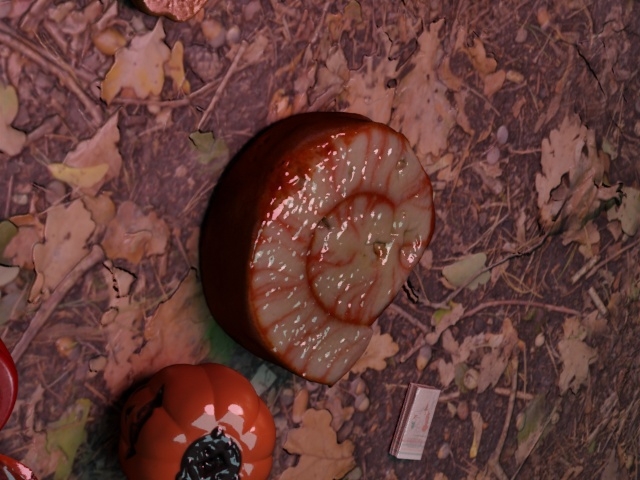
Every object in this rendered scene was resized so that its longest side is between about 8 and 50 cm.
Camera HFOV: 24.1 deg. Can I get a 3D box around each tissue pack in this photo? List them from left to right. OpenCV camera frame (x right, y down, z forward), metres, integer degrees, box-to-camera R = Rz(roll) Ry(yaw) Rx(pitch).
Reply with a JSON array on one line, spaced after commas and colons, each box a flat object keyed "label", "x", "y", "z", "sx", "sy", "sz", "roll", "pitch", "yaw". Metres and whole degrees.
[{"label": "tissue pack", "x": 0.136, "y": 0.260, "z": 2.150, "sx": 0.056, "sy": 0.023, "sz": 0.108, "roll": 15, "pitch": 93, "yaw": -46}]

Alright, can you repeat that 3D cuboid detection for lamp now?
[{"label": "lamp", "x": -0.148, "y": 0.233, "z": 1.770, "sx": 0.187, "sy": 0.164, "sz": 0.188, "roll": -4, "pitch": 104, "yaw": -17}]

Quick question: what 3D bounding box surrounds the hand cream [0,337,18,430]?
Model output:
[{"label": "hand cream", "x": -0.403, "y": 0.132, "z": 1.470, "sx": 0.193, "sy": 0.125, "sz": 0.193, "roll": -21, "pitch": 135, "yaw": -22}]

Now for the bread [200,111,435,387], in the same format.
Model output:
[{"label": "bread", "x": 0.000, "y": -0.004, "z": 1.864, "sx": 0.328, "sy": 0.114, "sz": 0.295, "roll": -54, "pitch": 132, "yaw": -16}]

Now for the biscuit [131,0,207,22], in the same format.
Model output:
[{"label": "biscuit", "x": -0.212, "y": -0.352, "z": 1.588, "sx": 0.186, "sy": 0.044, "sz": 0.295, "roll": -49, "pitch": 131, "yaw": -17}]

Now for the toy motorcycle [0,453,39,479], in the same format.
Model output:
[{"label": "toy motorcycle", "x": -0.293, "y": 0.377, "z": 1.688, "sx": 0.089, "sy": 0.171, "sz": 0.298, "roll": -22, "pitch": 128, "yaw": 15}]
